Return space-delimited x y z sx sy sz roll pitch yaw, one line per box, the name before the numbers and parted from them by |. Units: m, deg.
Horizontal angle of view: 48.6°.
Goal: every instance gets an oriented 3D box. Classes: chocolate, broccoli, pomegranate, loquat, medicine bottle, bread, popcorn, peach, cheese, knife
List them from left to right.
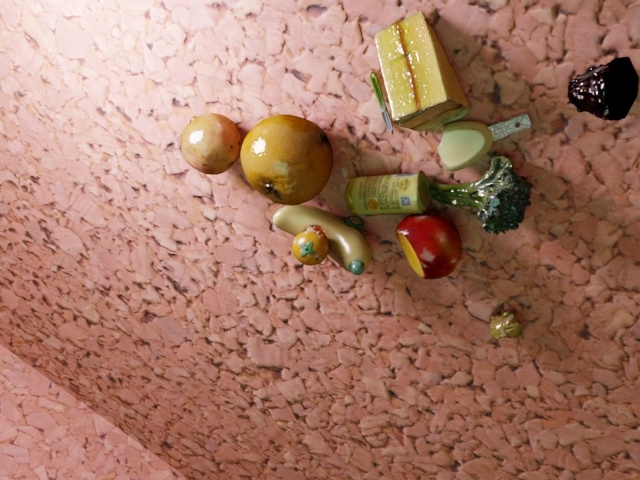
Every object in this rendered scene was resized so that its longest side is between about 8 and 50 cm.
pomegranate | -0.331 -0.288 2.119 0.191 0.191 0.191 11 123 18
loquat | -0.097 -0.226 2.009 0.263 0.263 0.263 11 123 18
knife | 0.169 -0.376 1.943 0.022 0.026 0.184 -24 110 -9
medicine bottle | 0.185 -0.130 2.024 0.239 0.124 0.124 -2 118 27
bread | 0.269 -0.435 1.854 0.168 0.163 0.264 -17 80 32
peach | 0.301 0.017 2.018 0.192 0.190 0.190 8 124 -4
broccoli | 0.430 -0.144 1.902 0.275 0.177 0.198 30 126 25
cheese | 0.428 -0.276 1.869 0.255 0.050 0.127 -20 96 25
popcorn | 0.552 0.255 2.109 0.097 0.109 0.089 -15 81 -6
chocolate | 0.656 -0.362 1.692 0.133 0.156 0.156 15 129 49

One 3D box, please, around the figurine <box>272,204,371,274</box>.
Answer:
figurine | 0.000 0.000 2.119 0.325 0.222 0.124 25 128 8
